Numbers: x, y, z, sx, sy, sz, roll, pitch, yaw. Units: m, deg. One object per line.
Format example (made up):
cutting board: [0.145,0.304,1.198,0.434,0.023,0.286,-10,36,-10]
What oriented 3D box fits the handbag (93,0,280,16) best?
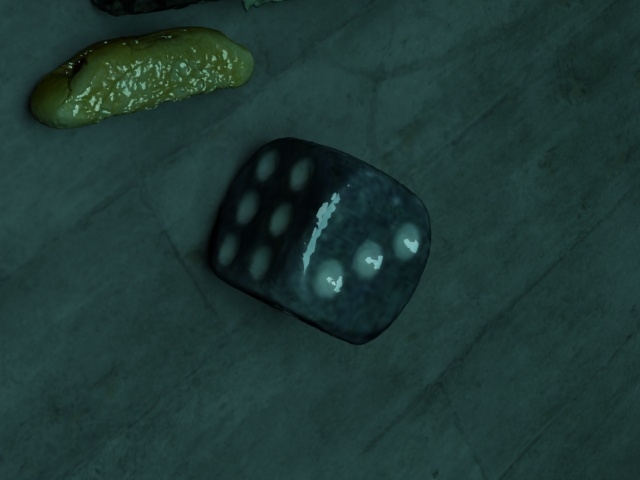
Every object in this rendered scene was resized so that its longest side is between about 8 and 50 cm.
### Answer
handbag: [0.014,-0.330,1.099,0.416,0.316,0.180,-18,105,-33]

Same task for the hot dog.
hot dog: [-0.179,-0.173,1.139,0.242,0.084,0.073,-19,109,-32]

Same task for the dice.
dice: [0.000,0.000,1.254,0.183,0.181,0.182,31,82,-40]
